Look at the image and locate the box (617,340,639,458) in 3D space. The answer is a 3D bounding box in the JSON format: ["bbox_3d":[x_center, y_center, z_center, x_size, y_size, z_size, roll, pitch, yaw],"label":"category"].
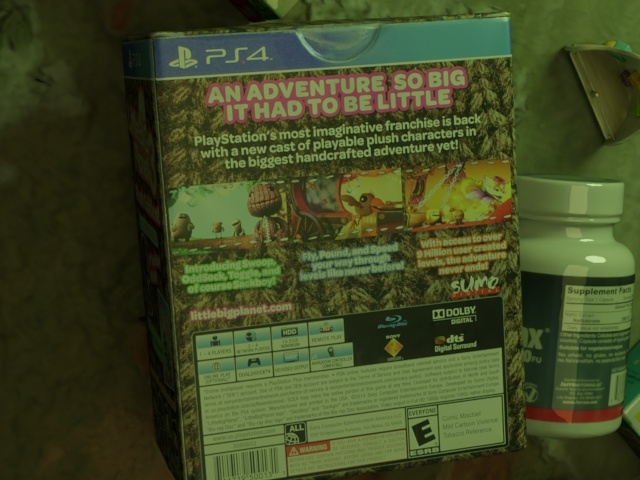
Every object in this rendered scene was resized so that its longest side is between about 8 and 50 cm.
[{"bbox_3d":[0.332,0.075,1.031,0.244,0.060,0.100,-44,107,-6],"label":"box"}]

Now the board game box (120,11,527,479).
[{"bbox_3d":[0.000,0.000,0.883,0.232,0.141,0.290,-5,99,-15],"label":"board game box"}]

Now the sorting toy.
[{"bbox_3d":[0.226,-0.113,0.967,0.045,0.075,0.083,-29,105,-10],"label":"sorting toy"}]

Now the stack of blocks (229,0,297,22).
[{"bbox_3d":[0.001,-0.310,0.868,0.171,0.087,0.297,43,85,-17],"label":"stack of blocks"}]

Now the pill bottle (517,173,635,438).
[{"bbox_3d":[0.171,0.044,0.957,0.108,0.108,0.180,1,97,-16],"label":"pill bottle"}]
